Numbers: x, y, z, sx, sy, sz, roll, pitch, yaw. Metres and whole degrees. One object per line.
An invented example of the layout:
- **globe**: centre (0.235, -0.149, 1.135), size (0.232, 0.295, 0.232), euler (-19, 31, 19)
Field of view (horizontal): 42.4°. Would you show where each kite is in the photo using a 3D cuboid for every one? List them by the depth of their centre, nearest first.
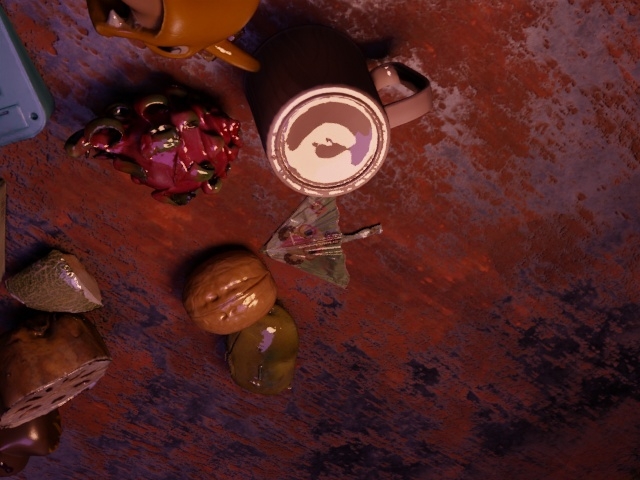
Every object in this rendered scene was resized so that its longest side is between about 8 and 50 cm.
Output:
- **kite**: centre (0.000, 0.000, 1.745), size (0.267, 0.013, 0.323), euler (-9, 131, -2)

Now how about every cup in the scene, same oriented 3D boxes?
- **cup**: centre (0.024, -0.218, 1.399), size (0.288, 0.273, 0.208), euler (10, 120, -16)

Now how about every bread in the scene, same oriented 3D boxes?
- **bread**: centre (-0.173, -0.344, 1.410), size (0.083, 0.036, 0.047), euler (-38, 123, 18)

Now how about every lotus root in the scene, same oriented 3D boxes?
- **lotus root**: centre (-0.567, 0.244, 1.694), size (0.272, 0.192, 0.272), euler (-26, 171, -5)

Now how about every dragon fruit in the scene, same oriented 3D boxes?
- **dragon fruit**: centre (-0.278, -0.179, 1.441), size (0.272, 0.218, 0.198), euler (28, 75, -24)

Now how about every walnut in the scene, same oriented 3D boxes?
- **walnut**: centre (-0.191, 0.108, 1.706), size (0.197, 0.165, 0.165), euler (-22, 130, 4)

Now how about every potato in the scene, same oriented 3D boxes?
- **potato**: centre (-0.130, 0.243, 1.838), size (0.169, 0.143, 0.248), euler (-4, 130, -18)

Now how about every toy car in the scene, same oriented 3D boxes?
- **toy car**: centre (-0.714, 0.401, 1.758), size (0.240, 0.271, 0.341), euler (-17, 166, 3)

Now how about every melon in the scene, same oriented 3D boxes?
- **melon**: centre (-0.532, 0.068, 1.656), size (0.202, 0.093, 0.140), euler (8, 131, -6)

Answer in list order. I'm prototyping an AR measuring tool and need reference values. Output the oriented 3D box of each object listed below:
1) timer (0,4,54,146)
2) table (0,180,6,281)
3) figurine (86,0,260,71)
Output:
- **timer**: centre (-0.598, -0.275, 1.383), size (0.231, 0.091, 0.250), euler (-16, 119, 4)
- **table**: centre (-0.673, 0.001, 1.559), size (0.111, 0.122, 0.240), euler (17, 126, -1)
- **figurine**: centre (-0.135, -0.425, 1.164), size (0.400, 0.268, 0.387), euler (27, 138, -9)
